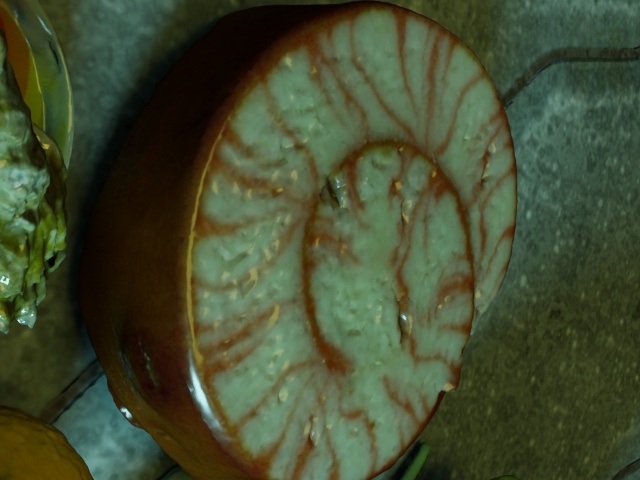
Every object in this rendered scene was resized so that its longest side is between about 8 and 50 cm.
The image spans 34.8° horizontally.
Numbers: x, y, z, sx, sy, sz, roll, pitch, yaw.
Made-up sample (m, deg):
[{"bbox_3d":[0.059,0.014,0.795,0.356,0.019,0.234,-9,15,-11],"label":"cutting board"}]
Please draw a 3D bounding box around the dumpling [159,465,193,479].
[{"bbox_3d":[-0.075,0.232,0.660,0.217,0.149,0.105,15,117,-31],"label":"dumpling"}]

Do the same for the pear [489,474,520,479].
[{"bbox_3d":[0.144,0.387,0.742,0.318,0.342,0.238,-14,138,-48],"label":"pear"}]

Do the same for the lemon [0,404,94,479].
[{"bbox_3d":[-0.175,0.156,0.496,0.142,0.142,0.187,-27,158,-40],"label":"lemon"}]

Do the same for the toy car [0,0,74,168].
[{"bbox_3d":[-0.194,-0.040,0.464,0.235,0.145,0.235,-10,101,-62],"label":"toy car"}]

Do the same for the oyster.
[{"bbox_3d":[-0.131,-0.027,0.420,0.045,0.121,0.146,-9,111,-7],"label":"oyster"}]

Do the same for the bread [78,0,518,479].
[{"bbox_3d":[-0.003,0.000,0.667,0.327,0.114,0.295,-54,130,-26],"label":"bread"}]

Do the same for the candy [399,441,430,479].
[{"bbox_3d":[0.007,0.280,0.772,0.093,0.092,0.335,50,51,-17],"label":"candy"}]
